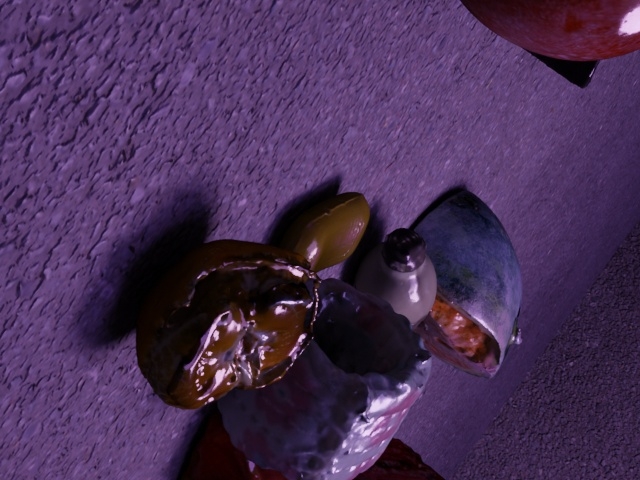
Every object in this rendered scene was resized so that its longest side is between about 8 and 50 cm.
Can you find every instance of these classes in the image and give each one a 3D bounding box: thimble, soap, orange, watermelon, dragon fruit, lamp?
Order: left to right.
[{"bbox_3d":[-0.081,0.059,1.075,0.160,0.112,0.170,-46,140,5],"label":"orange"},{"bbox_3d":[-0.001,-0.001,1.293,0.140,0.045,0.089,-29,146,-54],"label":"soap"},{"bbox_3d":[0.004,0.142,1.310,0.149,0.185,0.211,-61,-165,23],"label":"thimble"},{"bbox_3d":[0.018,0.261,1.474,0.302,0.330,0.240,63,39,-69],"label":"dragon fruit"},{"bbox_3d":[0.085,0.065,1.563,0.101,0.101,0.250,-47,163,-28],"label":"lamp"},{"bbox_3d":[0.216,0.059,1.781,0.188,0.175,0.322,-52,164,-10],"label":"watermelon"}]

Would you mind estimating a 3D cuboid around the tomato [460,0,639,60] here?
[{"bbox_3d":[0.197,-0.273,1.023,0.270,0.227,0.270,13,90,-71],"label":"tomato"}]

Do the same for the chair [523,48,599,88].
[{"bbox_3d":[0.276,-0.283,1.388,0.221,0.140,0.145,-57,160,19],"label":"chair"}]
